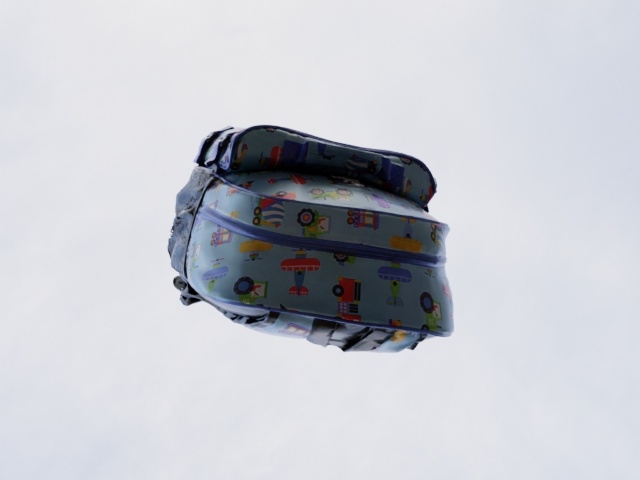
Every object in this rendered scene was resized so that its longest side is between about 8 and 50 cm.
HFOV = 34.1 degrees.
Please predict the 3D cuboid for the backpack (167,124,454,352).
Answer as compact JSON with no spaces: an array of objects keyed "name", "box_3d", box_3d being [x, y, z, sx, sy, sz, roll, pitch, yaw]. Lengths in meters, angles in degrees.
[{"name":"backpack","box_3d":[0.000,0.000,0.592,0.158,0.173,0.117,11,-87,-14]}]
